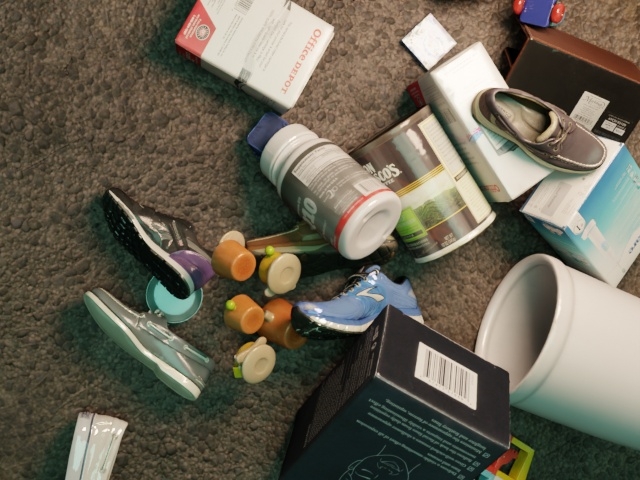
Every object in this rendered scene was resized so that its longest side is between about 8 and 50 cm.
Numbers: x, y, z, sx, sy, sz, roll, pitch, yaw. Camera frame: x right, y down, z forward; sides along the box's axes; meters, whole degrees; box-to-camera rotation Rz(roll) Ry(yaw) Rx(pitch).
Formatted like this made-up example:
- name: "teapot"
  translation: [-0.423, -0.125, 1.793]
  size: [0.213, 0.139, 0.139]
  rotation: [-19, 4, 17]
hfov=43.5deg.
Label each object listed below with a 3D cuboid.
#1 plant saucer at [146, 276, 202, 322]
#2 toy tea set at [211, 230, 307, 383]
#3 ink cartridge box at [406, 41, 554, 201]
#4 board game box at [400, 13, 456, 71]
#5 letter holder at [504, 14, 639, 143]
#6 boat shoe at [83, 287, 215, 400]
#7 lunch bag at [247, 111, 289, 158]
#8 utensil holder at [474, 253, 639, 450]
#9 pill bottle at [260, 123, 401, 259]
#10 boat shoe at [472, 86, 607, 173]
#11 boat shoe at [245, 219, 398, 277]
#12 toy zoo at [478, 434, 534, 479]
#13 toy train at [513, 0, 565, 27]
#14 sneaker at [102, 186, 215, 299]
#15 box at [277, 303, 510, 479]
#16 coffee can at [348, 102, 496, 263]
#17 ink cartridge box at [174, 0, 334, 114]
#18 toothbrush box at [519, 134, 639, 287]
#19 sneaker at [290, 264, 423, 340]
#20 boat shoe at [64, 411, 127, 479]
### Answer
- name: "plant saucer"
  translation: [-0.313, 0.116, 1.721]
  size: [0.119, 0.021, 0.120]
  rotation: [0, 92, -9]
- name: "toy tea set"
  translation: [-0.136, 0.117, 1.641]
  size: [0.200, 0.124, 0.336]
  rotation: [-29, 126, -33]
- name: "ink cartridge box"
  translation: [0.332, -0.242, 1.696]
  size: [0.131, 0.226, 0.306]
  rotation: [-35, 97, -5]
- name: "board game box"
  translation: [0.239, -0.438, 1.778]
  size: [0.090, 0.020, 0.090]
  rotation: [-43, 97, -3]
- name: "letter holder"
  translation: [0.545, -0.358, 1.774]
  size: [0.301, 0.214, 0.152]
  rotation: [20, 121, -7]
- name: "boat shoe"
  translation: [-0.357, 0.200, 1.688]
  size: [0.319, 0.116, 0.099]
  rotation: [43, 62, -6]
- name: "lunch bag"
  translation: [-0.108, -0.216, 1.714]
  size: [0.067, 0.065, 0.098]
  rotation: [38, 86, 15]
- name: "utensil holder"
  translation: [0.575, 0.244, 1.704]
  size: [0.385, 0.327, 0.328]
  rotation: [21, 89, -11]
- name: "pill bottle"
  translation: [0.014, -0.105, 1.633]
  size: [0.161, 0.161, 0.283]
  rotation: [-45, 61, -4]
- name: "boat shoe"
  translation: [0.431, -0.212, 1.548]
  size: [0.285, 0.092, 0.103]
  rotation: [28, 92, -6]
- name: "boat shoe"
  translation: [0.000, 0.000, 1.725]
  size: [0.323, 0.123, 0.120]
  rotation: [-4, 62, -9]
- name: "toy zoo"
  translation: [0.370, 0.511, 1.775]
  size: [0.293, 0.030, 0.192]
  rotation: [35, 78, -33]
- name: "toy train"
  translation: [0.505, -0.577, 1.703]
  size: [0.105, 0.143, 0.248]
  rotation: [22, 108, 26]
- name: "sneaker"
  translation: [-0.335, -0.011, 1.691]
  size: [0.283, 0.107, 0.124]
  rotation: [47, 52, 3]
- name: "box"
  translation: [0.145, 0.376, 1.609]
  size: [0.293, 0.212, 0.395]
  rotation: [30, 125, -9]
- name: "coffee can"
  translation: [0.214, -0.119, 1.695]
  size: [0.201, 0.201, 0.275]
  rotation: [-34, 96, -5]
- name: "ink cartridge box"
  translation: [-0.137, -0.417, 1.678]
  size: [0.272, 0.114, 0.197]
  rotation: [29, 87, -7]
- name: "toothbrush box"
  translation: [0.591, -0.062, 1.722]
  size: [0.295, 0.126, 0.216]
  rotation: [36, 87, -41]
- name: "sneaker"
  translation: [0.071, 0.130, 1.699]
  size: [0.329, 0.129, 0.147]
  rotation: [-1, 78, -39]
- name: "boat shoe"
  translation: [-0.459, 0.549, 1.672]
  size: [0.156, 0.136, 0.367]
  rotation: [10, 81, -11]
